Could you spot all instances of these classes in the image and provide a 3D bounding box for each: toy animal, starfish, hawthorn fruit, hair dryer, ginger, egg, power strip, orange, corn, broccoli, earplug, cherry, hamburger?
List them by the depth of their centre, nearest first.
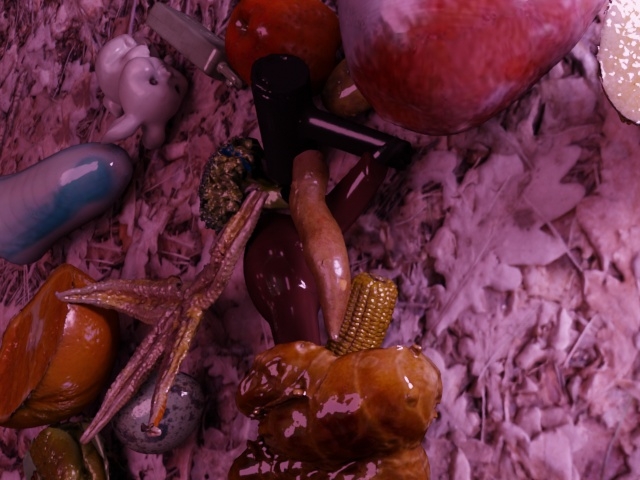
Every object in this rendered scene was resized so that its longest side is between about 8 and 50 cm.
[{"bbox_3d":[0.173,-0.307,1.414,0.335,0.291,0.326,-40,42,8],"label":"cherry"},{"bbox_3d":[0.013,0.286,1.427,0.274,0.152,0.358,7,109,5],"label":"ginger"},{"bbox_3d":[0.021,0.002,1.546,0.340,0.123,0.313,-50,33,24],"label":"hair dryer"},{"bbox_3d":[0.043,0.156,1.552,0.080,0.080,0.231,27,98,44],"label":"corn"},{"bbox_3d":[0.018,-0.152,1.613,0.251,0.197,0.089,20,51,23],"label":"hair dryer"},{"bbox_3d":[-0.254,0.121,1.682,0.398,0.132,0.384,-5,56,43],"label":"starfish"},{"bbox_3d":[-0.057,-0.306,1.695,0.189,0.189,0.189,-12,72,42],"label":"hawthorn fruit"},{"bbox_3d":[-0.118,-0.080,1.746,0.160,0.167,0.155,2,115,18],"label":"broccoli"},{"bbox_3d":[-0.262,0.276,1.781,0.172,0.132,0.132,-28,61,25],"label":"egg"},{"bbox_3d":[-0.201,-0.330,1.894,0.288,0.093,0.053,42,106,41],"label":"power strip"},{"bbox_3d":[-0.435,0.403,1.918,0.214,0.125,0.235,54,131,26],"label":"hamburger"},{"bbox_3d":[-0.485,0.198,1.933,0.310,0.274,0.274,-22,62,10],"label":"orange"},{"bbox_3d":[-0.334,-0.270,1.986,0.178,0.127,0.193,-50,52,26],"label":"toy animal"},{"bbox_3d":[-0.480,-0.093,2.072,0.324,0.185,0.185,-23,64,30],"label":"earplug"}]

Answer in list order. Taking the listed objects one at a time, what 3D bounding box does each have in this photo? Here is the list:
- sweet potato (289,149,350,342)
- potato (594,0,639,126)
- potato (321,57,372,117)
[{"bbox_3d":[0.000,0.000,1.475,0.067,0.059,0.281,-39,46,31],"label":"sweet potato"},{"bbox_3d":[0.402,-0.211,1.271,0.182,0.117,0.202,11,85,3],"label":"potato"},{"bbox_3d":[0.061,-0.239,1.636,0.138,0.070,0.092,-37,55,31],"label":"potato"}]
